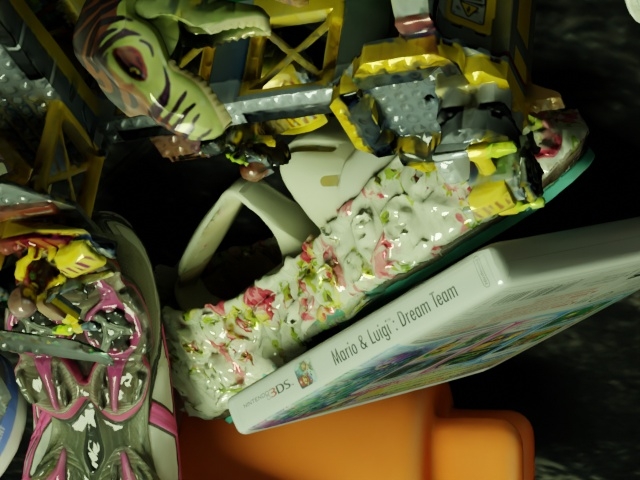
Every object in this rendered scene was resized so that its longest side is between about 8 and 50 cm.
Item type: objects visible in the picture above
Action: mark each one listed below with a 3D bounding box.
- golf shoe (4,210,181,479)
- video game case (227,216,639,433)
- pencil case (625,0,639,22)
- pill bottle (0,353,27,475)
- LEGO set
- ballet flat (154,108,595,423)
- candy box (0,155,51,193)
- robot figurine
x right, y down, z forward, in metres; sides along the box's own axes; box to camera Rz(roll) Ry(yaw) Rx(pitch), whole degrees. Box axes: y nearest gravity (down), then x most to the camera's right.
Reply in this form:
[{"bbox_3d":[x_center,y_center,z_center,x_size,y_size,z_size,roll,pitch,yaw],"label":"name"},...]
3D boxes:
[{"bbox_3d":[-0.085,0.079,0.747,0.067,0.086,0.186,6,111,5],"label":"golf shoe"},{"bbox_3d":[0.063,0.028,0.710,0.157,0.019,0.143,-10,163,-48],"label":"video game case"},{"bbox_3d":[0.073,-0.158,0.367,0.183,0.160,0.410,-30,135,20],"label":"pencil case"},{"bbox_3d":[-0.187,0.050,0.733,0.078,0.078,0.137,-14,144,31],"label":"pill bottle"},{"bbox_3d":[-0.074,-0.062,0.520,0.255,0.192,0.331,-2,147,15],"label":"LEGO set"},{"bbox_3d":[0.000,0.000,0.716,0.077,0.091,0.241,50,133,-3],"label":"ballet flat"},{"bbox_3d":[-0.212,-0.008,0.768,0.186,0.053,0.109,-20,139,38],"label":"candy box"},{"bbox_3d":[-0.015,0.113,0.845,0.219,0.158,0.128,-1,128,14],"label":"robot figurine"}]
